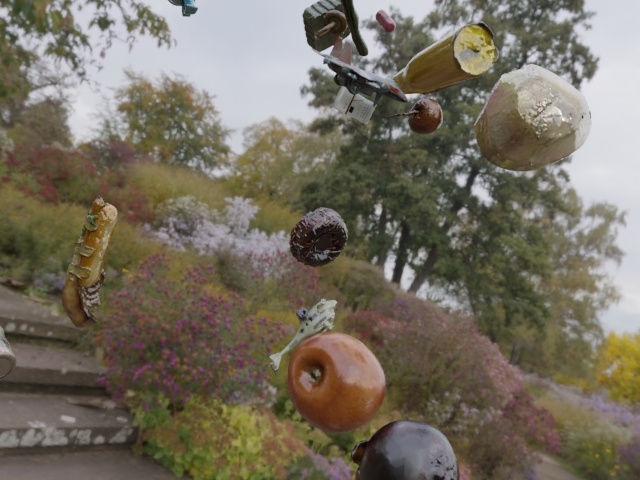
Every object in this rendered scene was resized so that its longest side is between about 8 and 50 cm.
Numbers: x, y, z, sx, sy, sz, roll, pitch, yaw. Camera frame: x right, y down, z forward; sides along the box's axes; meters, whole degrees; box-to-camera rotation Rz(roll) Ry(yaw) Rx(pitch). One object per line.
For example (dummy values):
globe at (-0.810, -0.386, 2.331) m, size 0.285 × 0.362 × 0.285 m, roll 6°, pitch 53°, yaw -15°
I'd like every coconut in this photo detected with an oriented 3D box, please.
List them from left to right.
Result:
coconut at (0.659, -0.375, 1.710) m, size 0.352 × 0.353 × 0.352 m, roll 17°, pitch -7°, yaw 2°

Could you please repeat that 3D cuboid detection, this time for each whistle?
whistle at (-0.360, -0.673, 1.409) m, size 0.093 × 0.186 × 0.274 m, roll -4°, pitch 7°, yaw -18°

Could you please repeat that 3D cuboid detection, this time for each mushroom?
mushroom at (0.036, -0.797, 2.013) m, size 0.088 × 0.129 × 0.073 m, roll 60°, pitch 1°, yaw -32°

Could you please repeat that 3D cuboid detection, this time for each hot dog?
hot dog at (-0.641, 0.008, 1.526) m, size 0.109 × 0.270 × 0.072 m, roll 13°, pitch -2°, yaw 43°

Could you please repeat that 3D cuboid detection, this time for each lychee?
lychee at (0.299, -0.360, 1.595) m, size 0.140 × 0.101 × 0.114 m, roll -14°, pitch -22°, yaw -48°

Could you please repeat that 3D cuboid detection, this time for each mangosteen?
mangosteen at (0.179, 0.520, 1.218) m, size 0.228 × 0.228 × 0.265 m, roll 22°, pitch -33°, yaw -32°

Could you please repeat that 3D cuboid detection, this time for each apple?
apple at (0.034, 0.366, 1.420) m, size 0.206 × 0.251 × 0.272 m, roll 45°, pitch 11°, yaw -49°

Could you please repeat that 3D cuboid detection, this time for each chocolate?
chocolate at (0.383, -0.572, 1.793) m, size 0.162 × 0.162 × 0.445 m, roll 20°, pitch -5°, yaw -20°

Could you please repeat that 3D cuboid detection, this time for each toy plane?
toy plane at (-0.049, 0.280, 1.631) m, size 0.108 × 0.286 × 0.092 m, roll 35°, pitch -26°, yaw 38°
toy plane at (0.127, -0.444, 1.521) m, size 0.326 × 0.104 × 0.223 m, roll 26°, pitch 16°, yaw -38°

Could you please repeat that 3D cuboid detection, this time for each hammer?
hammer at (0.201, -0.683, 1.692) m, size 0.043 × 0.043 × 0.083 m, roll 29°, pitch 28°, yaw -58°

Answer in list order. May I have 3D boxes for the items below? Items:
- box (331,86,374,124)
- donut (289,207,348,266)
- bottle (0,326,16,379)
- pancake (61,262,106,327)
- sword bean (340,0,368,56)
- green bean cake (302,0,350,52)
box at (0.122, -0.488, 1.964) m, size 0.154 × 0.084 × 0.040 m, roll 18°, pitch 16°, yaw -37°
donut at (0.000, 0.000, 1.955) m, size 0.235 × 0.235 × 0.089 m, roll 25°, pitch 13°, yaw -47°
bottle at (-0.722, 0.225, 1.165) m, size 0.152 × 0.099 × 0.099 m, roll 41°, pitch 6°, yaw 31°
pancake at (-0.777, 0.184, 1.781) m, size 0.056 × 0.212 × 0.257 m, roll 11°, pitch -8°, yaw 10°
sword bean at (0.095, -0.636, 1.561) m, size 0.043 × 0.038 × 0.269 m, roll 13°, pitch -25°, yaw 25°
green bean cake at (0.025, -0.848, 2.121) m, size 0.094 × 0.183 × 0.185 m, roll 49°, pitch -12°, yaw 27°
